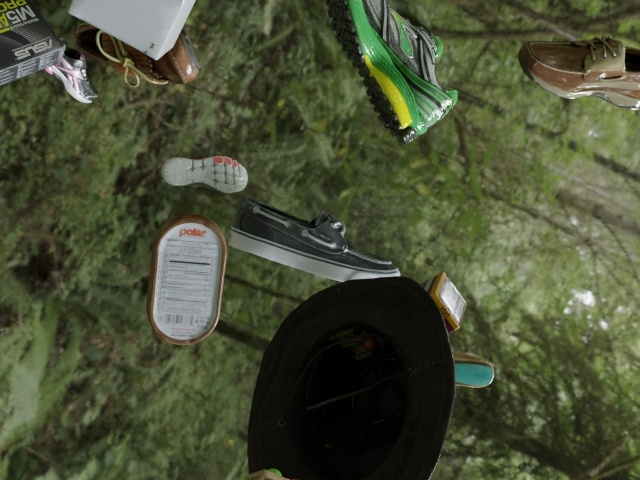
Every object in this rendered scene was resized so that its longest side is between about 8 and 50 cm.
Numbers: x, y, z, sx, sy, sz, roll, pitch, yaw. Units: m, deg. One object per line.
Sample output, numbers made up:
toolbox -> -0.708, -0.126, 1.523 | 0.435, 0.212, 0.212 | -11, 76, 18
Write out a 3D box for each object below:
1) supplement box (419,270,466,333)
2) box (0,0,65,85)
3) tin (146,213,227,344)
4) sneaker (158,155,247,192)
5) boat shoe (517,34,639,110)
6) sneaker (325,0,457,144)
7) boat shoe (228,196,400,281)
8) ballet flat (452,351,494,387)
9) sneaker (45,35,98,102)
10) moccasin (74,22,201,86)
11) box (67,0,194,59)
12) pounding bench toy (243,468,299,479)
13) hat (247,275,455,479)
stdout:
supplement box -> 0.164, 0.148, 1.372 | 0.188, 0.081, 0.104 | -33, -173, 26
box -> -0.673, -0.398, 1.441 | 0.270, 0.216, 0.060 | -33, 174, -33
tin -> -0.190, 0.057, 1.066 | 0.040, 0.106, 0.189 | -149, -115, -70
sneaker -> -0.203, -0.117, 1.279 | 0.065, 0.158, 0.061 | 8, -89, 59
boat shoe -> 0.547, -0.354, 1.478 | 0.120, 0.324, 0.122 | 123, -36, -48
sneaker -> 0.119, -0.349, 1.302 | 0.146, 0.343, 0.134 | -31, -162, -5
boat shoe -> 0.000, 0.000, 1.264 | 0.108, 0.301, 0.102 | -103, -150, -82
ballet flat -> 0.240, 0.257, 1.521 | 0.073, 0.232, 0.080 | -144, -110, -70
sneaker -> -0.537, -0.372, 1.626 | 0.077, 0.072, 0.178 | -33, 147, 7
moccasin -> -0.366, -0.375, 1.451 | 0.147, 0.380, 0.139 | -39, 139, -22
box -> -0.254, -0.330, 1.037 | 0.091, 0.130, 0.170 | -59, -166, 15
pounding bench toy -> -0.059, 0.238, 0.674 | 0.052, 0.083, 0.065 | -39, -153, 54
hat -> 0.055, 0.211, 0.899 | 0.134, 0.331, 0.331 | 40, 70, -39
